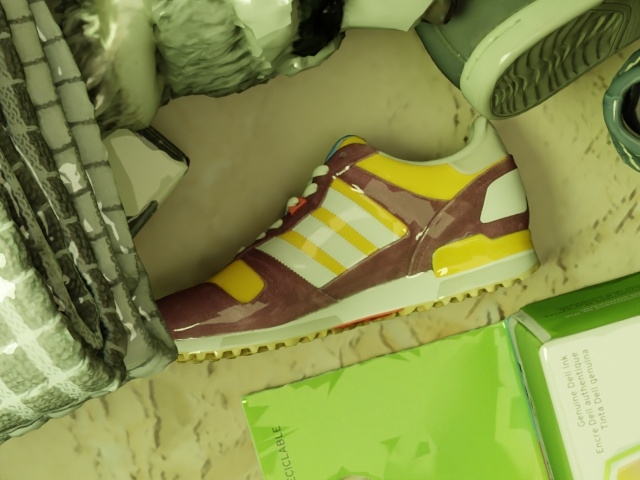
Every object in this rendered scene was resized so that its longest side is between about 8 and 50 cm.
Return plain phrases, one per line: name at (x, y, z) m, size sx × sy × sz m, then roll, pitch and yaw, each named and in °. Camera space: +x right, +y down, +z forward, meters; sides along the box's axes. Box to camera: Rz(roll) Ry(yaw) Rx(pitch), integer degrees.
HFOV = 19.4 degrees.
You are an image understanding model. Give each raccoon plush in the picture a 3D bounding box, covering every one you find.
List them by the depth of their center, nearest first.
raccoon plush at (-0.100, -0.257, 0.724) m, size 0.446 × 0.216 × 0.299 m, roll 44°, pitch 112°, yaw 7°

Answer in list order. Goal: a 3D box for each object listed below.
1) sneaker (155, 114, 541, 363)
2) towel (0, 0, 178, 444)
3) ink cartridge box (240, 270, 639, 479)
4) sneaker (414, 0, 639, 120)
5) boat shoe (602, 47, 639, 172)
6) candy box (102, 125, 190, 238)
sneaker at (0.000, 0.000, 0.824) m, size 0.185 × 0.069 × 0.084 m, roll -14°, pitch 88°, yaw -9°
towel at (-0.211, -0.038, 0.658) m, size 0.235 × 0.121 × 0.283 m, roll -25°, pitch 86°, yaw 17°
ink cartridge box at (0.113, 0.126, 0.825) m, size 0.255 × 0.097 × 0.189 m, roll -17°, pitch 97°, yaw -3°
sneaker at (0.125, -0.154, 0.807) m, size 0.222 × 0.083 × 0.118 m, roll -30°, pitch 68°, yaw -18°
boat shoe at (0.245, -0.035, 0.790) m, size 0.254 × 0.079 × 0.095 m, roll 19°, pitch 102°, yaw 14°
candy box at (-0.193, -0.046, 0.798) m, size 0.233 × 0.071 × 0.159 m, roll 40°, pitch 92°, yaw -6°
